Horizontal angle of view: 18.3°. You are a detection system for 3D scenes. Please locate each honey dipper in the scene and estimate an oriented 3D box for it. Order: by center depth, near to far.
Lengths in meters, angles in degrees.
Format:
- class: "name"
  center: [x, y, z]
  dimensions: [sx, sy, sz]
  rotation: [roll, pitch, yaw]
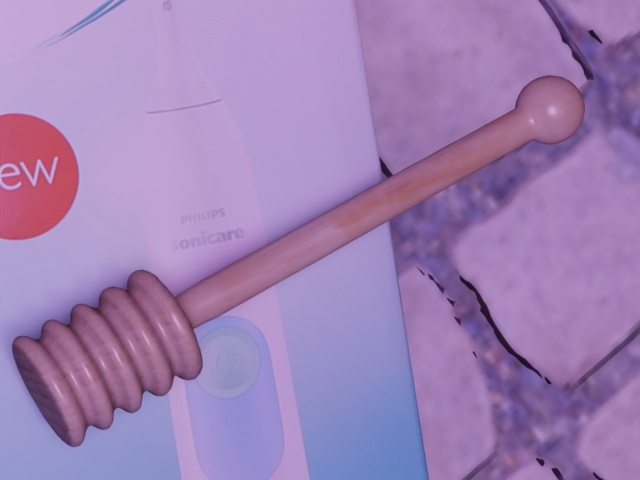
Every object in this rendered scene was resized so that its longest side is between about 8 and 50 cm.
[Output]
- class: "honey dipper"
  center: [0.000, 0.000, 0.494]
  dimensions: [0.161, 0.030, 0.030]
  rotation: [-29, 102, -19]

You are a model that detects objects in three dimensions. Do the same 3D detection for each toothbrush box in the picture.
- class: "toothbrush box"
  center: [-0.097, 0.013, 0.542]
  dimensions: [0.216, 0.126, 0.295]
  rotation: [-10, 96, -16]
